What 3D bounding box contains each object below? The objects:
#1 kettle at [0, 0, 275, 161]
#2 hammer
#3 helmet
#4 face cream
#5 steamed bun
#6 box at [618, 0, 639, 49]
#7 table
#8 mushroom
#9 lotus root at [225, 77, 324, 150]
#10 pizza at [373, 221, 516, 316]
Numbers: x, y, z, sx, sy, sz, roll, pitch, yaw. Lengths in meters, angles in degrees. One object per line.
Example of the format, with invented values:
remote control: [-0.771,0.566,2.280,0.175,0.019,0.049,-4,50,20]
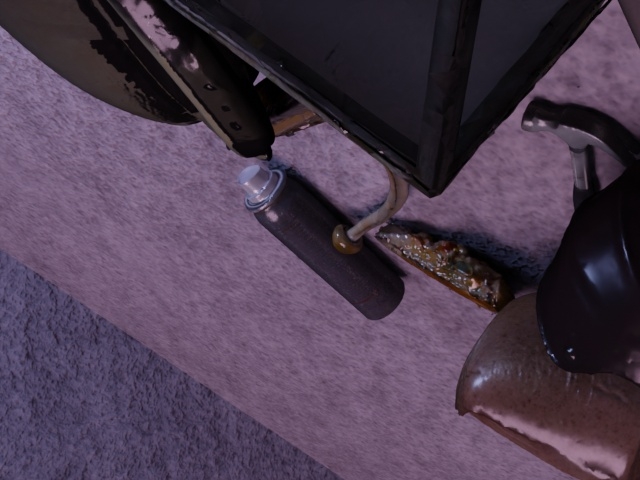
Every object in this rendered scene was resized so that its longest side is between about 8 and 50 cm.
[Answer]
kettle: [-0.141,-0.203,0.857,0.321,0.228,0.324,51,180,39]
hammer: [0.262,-0.045,1.020,0.103,0.029,0.246,18,157,28]
helmet: [0.340,0.036,0.872,0.305,0.225,0.177,20,120,22]
face cream: [0.000,0.000,1.371,0.283,0.073,0.073,42,155,-30]
steamed bun: [0.303,0.150,1.170,0.251,0.199,0.301,27,-176,27]
box: [0.223,-0.210,0.668,0.103,0.055,0.244,8,150,42]
table: [0.004,-0.250,0.534,0.335,0.222,0.272,37,162,16]
mushroom: [0.064,-0.059,1.209,0.068,0.043,0.306,0,153,-10]
lotus root: [0.005,-0.155,0.991,0.329,0.167,0.078,-14,89,60]
pizza: [0.156,0.029,1.281,0.195,0.052,0.185,31,176,13]
